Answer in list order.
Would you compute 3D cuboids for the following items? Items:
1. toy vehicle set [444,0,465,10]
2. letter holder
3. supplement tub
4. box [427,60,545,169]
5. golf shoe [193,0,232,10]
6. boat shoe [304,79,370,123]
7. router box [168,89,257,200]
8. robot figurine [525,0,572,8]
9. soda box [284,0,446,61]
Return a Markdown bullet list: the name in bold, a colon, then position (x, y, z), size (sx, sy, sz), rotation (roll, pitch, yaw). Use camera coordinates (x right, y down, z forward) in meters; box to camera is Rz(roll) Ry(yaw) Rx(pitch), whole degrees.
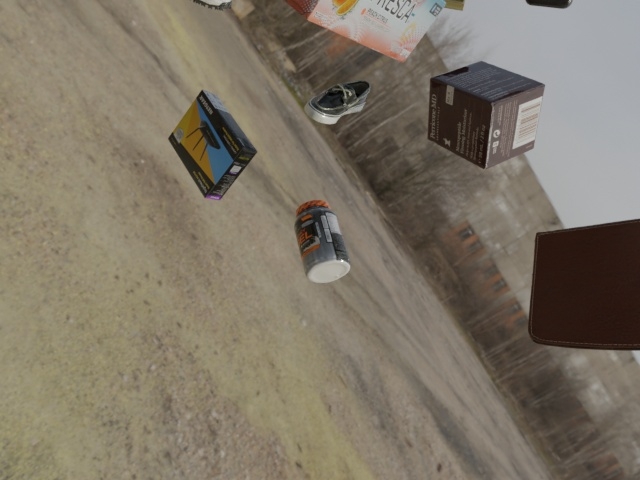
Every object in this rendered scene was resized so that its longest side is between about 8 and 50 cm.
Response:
- **toy vehicle set**: position (0.292, -0.760, 1.601), size (0.267, 0.165, 0.035), rotation (14, -4, 8)
- **letter holder**: position (0.496, 0.093, 0.857), size (0.152, 0.302, 0.214), rotation (41, 53, -37)
- **supplement tub**: position (0.000, 0.000, 1.412), size (0.117, 0.117, 0.190), rotation (43, 27, -55)
- **box**: position (0.383, -0.299, 1.329), size (0.203, 0.167, 0.168), rotation (41, -33, 44)
- **golf shoe**: position (-0.223, -0.489, 0.978), size (0.198, 0.094, 0.077), rotation (43, 41, -6)
- **boat shoe**: position (0.042, -0.327, 1.292), size (0.078, 0.070, 0.219), rotation (41, 39, 11)
- **router box**: position (-0.215, -0.187, 1.108), size (0.046, 0.133, 0.178), rotation (7, 41, -53)
- **robot figurine**: position (0.523, -0.647, 1.200), size (0.209, 0.174, 0.278), rotation (-120, -150, -57)
- **soda box**: position (0.029, -0.184, 0.412), size (0.058, 0.063, 0.183), rotation (44, 24, 14)
